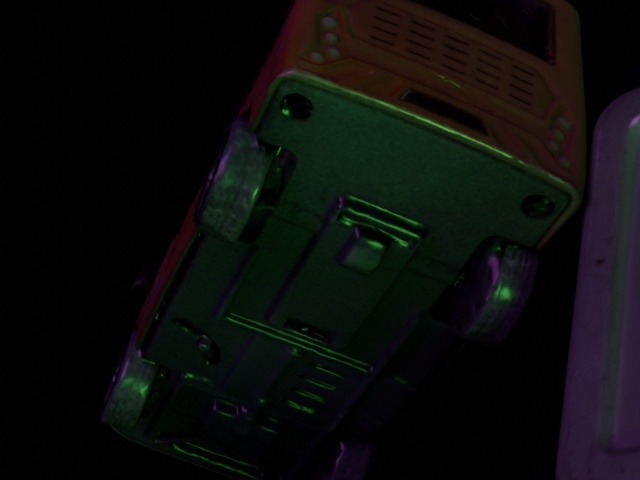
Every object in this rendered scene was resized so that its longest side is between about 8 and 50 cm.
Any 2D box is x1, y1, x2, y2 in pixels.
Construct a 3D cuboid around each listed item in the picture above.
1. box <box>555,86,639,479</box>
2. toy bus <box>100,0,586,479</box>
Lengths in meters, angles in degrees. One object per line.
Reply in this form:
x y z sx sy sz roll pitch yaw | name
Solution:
0.233 0.054 0.674 0.175 0.182 0.311 -19 45 41 | box
0.000 0.000 0.870 0.427 0.203 0.233 123 166 -49 | toy bus
